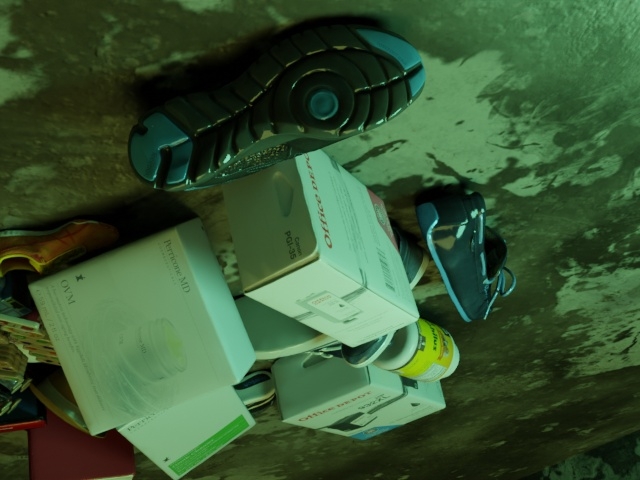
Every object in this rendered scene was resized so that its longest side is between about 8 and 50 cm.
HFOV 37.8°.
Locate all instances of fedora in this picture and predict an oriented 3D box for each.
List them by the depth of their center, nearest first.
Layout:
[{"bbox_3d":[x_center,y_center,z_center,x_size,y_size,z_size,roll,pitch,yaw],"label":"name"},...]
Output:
[{"bbox_3d":[-0.432,0.268,1.657,0.079,0.194,0.194,-50,150,-6],"label":"fedora"}]

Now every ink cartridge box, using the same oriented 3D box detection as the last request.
[{"bbox_3d":[0.000,0.000,1.237,0.117,0.207,0.283,-26,149,21],"label":"ink cartridge box"},{"bbox_3d":[0.082,0.302,1.924,0.223,0.129,0.307,-27,149,26],"label":"ink cartridge box"}]

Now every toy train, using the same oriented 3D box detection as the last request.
[{"bbox_3d":[-0.484,0.062,1.293,0.105,0.080,0.184,-24,152,4],"label":"toy train"}]

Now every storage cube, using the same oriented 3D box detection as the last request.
[{"bbox_3d":[-0.464,0.396,1.801,0.215,0.193,0.183,-1,151,-19],"label":"storage cube"}]

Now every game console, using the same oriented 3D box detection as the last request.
[{"bbox_3d":[-0.565,0.298,1.663,0.144,0.085,0.124,-6,165,-13],"label":"game console"}]

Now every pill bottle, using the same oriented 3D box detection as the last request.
[{"bbox_3d":[0.183,0.208,1.804,0.117,0.117,0.215,-27,150,26],"label":"pill bottle"}]

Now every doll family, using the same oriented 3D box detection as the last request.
[{"bbox_3d":[-0.551,0.225,1.560,0.193,0.111,0.076,-49,176,40],"label":"doll family"}]

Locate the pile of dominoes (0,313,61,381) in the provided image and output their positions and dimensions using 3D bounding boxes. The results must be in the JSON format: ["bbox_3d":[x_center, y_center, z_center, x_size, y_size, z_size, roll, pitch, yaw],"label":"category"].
[{"bbox_3d":[-0.464,0.148,1.303,0.196,0.040,0.251,7,159,2],"label":"pile of dominoes"}]

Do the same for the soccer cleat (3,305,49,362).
[{"bbox_3d":[-0.354,0.148,1.433,0.331,0.143,0.116,-22,151,18],"label":"soccer cleat"}]

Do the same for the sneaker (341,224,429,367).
[{"bbox_3d":[0.071,0.080,1.457,0.086,0.226,0.163,23,172,33],"label":"sneaker"}]

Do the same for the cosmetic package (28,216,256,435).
[{"bbox_3d":[-0.239,0.114,1.287,0.225,0.224,0.138,-21,-176,8],"label":"cosmetic package"}]

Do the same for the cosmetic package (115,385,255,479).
[{"bbox_3d":[-0.259,0.271,1.641,0.197,0.155,0.365,-34,156,-9],"label":"cosmetic package"}]

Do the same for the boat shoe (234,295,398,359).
[{"bbox_3d":[-0.015,0.162,1.617,0.341,0.127,0.158,-10,145,-7],"label":"boat shoe"}]

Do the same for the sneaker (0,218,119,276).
[{"bbox_3d":[-0.358,0.015,1.266,0.175,0.067,0.064,-12,151,-5],"label":"sneaker"}]

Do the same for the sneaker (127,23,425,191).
[{"bbox_3d":[-0.049,-0.151,1.069,0.341,0.125,0.139,-17,179,4],"label":"sneaker"}]

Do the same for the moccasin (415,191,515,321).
[{"bbox_3d":[0.250,0.037,1.494,0.117,0.137,0.342,-22,152,8],"label":"moccasin"}]

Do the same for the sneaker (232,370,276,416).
[{"bbox_3d":[-0.191,0.341,1.935,0.217,0.079,0.121,-12,151,-4],"label":"sneaker"}]
